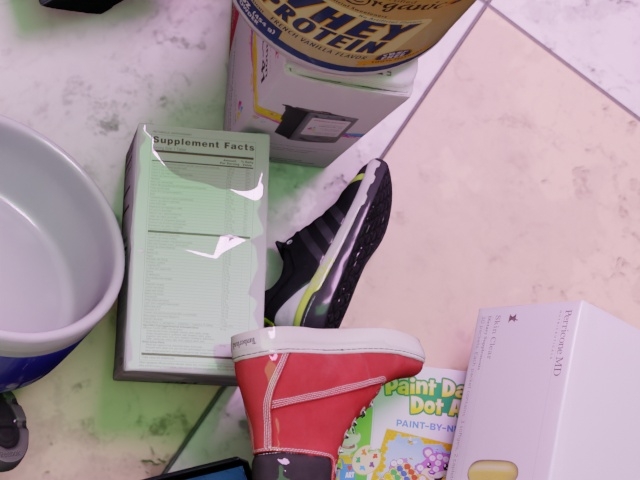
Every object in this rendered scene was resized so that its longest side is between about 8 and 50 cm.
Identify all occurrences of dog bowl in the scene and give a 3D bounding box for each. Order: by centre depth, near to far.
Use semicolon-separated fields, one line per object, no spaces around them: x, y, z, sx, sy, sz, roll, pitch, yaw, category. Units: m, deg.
-0.323;0.008;1.306;0.265;0.104;0.265;25;42;-24;dog bowl

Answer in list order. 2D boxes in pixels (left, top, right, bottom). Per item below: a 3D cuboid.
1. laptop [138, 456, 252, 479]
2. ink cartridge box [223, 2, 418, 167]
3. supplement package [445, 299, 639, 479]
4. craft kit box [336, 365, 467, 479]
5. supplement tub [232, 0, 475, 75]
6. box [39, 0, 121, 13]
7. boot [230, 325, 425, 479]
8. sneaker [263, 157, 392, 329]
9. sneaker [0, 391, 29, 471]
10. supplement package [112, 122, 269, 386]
-0.148;0.356;1.311;0.234;0.136;0.264;-14;83;-1;laptop
-0.004;-0.217;1.386;0.131;0.306;0.226;7;78;-13;ink cartridge box
0.253;0.218;1.407;0.204;0.145;0.262;26;68;-35;supplement package
0.080;0.252;1.454;0.250;0.061;0.247;7;76;-12;craft kit box
0.051;-0.276;1.084;0.228;0.316;0.228;2;79;-12;supplement tub
-0.232;-0.358;1.424;0.153;0.108;0.207;-21;84;27;box
0.019;0.174;1.339;0.244;0.088;0.176;2;75;-47;boot
0.000;0.000;1.463;0.097;0.084;0.235;16;59;20;sneaker
-0.374;0.117;1.341;0.101;0.106;0.267;12;48;-54;sneaker
-0.130;0.019;1.402;0.139;0.134;0.244;5;79;-13;supplement package
